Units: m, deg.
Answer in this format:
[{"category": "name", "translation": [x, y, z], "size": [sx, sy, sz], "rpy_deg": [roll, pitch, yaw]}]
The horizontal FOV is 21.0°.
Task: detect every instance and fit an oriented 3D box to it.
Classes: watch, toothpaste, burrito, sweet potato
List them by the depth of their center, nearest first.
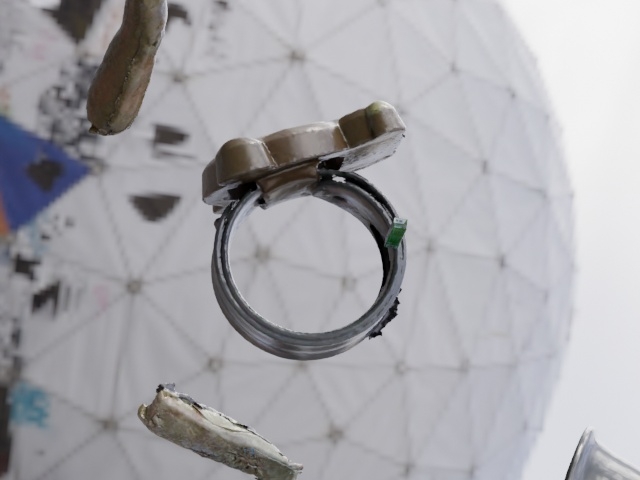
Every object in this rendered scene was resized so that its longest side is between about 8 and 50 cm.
[{"category": "burrito", "translation": [-0.092, 0.181, 1.575], "size": [0.051, 0.171, 0.042], "rpy_deg": [-32, -137, 38]}, {"category": "sweet potato", "translation": [-0.237, -0.236, 2.171], "size": [0.273, 0.075, 0.075], "rpy_deg": [117, -24, -43]}, {"category": "toothpaste", "translation": [0.103, -0.010, 2.357], "size": [0.083, 0.020, 0.017], "rpy_deg": [108, -10, -70]}, {"category": "watch", "translation": [0.000, 0.000, 2.547], "size": [0.314, 0.335, 0.327], "rpy_deg": [119, -47, -78]}]

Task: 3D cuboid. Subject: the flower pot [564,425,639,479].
[{"category": "flower pot", "translation": [0.300, 0.317, 1.704], "size": [0.235, 0.148, 0.235], "rpy_deg": [16, 90, -75]}]
